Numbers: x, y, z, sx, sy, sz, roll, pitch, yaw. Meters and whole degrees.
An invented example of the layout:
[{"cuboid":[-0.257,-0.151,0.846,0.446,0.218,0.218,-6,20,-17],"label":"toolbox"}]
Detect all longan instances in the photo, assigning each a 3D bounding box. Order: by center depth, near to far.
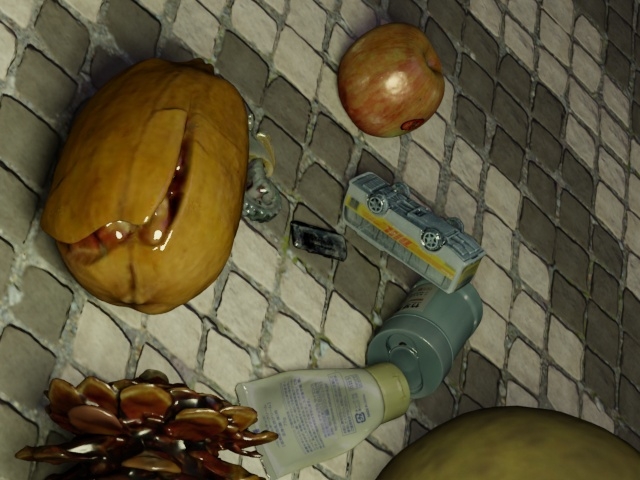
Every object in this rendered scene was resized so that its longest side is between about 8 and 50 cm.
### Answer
[{"cuboid":[0.222,0.350,1.948,0.404,0.404,0.336,9,72,-48],"label":"longan"}]

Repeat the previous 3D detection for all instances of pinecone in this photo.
[{"cuboid":[-0.160,0.247,1.652,0.264,0.264,0.264,29,48,-38],"label":"pinecone"}]

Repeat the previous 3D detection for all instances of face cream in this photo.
[{"cuboid":[0.001,0.196,2.045,0.224,0.070,0.114,-14,79,-41],"label":"face cream"}]

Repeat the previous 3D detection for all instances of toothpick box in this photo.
[{"cuboid":[0.131,0.116,2.208,0.101,0.101,0.153,56,35,-10],"label":"toothpick box"}]

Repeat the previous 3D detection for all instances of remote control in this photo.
[{"cuboid":[0.000,0.000,2.191,0.096,0.014,0.039,16,57,-45],"label":"remote control"}]

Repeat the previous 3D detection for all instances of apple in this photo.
[{"cuboid":[0.096,-0.213,2.344,0.146,0.131,0.146,37,38,-36],"label":"apple"}]

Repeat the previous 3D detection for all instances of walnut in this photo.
[{"cuboid":[-0.170,-0.074,1.858,0.209,0.209,0.336,42,44,-26],"label":"walnut"}]

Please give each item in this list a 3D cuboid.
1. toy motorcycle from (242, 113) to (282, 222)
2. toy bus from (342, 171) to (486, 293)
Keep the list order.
[{"cuboid":[-0.136,-0.112,2.037,0.229,0.094,0.130,36,38,-14],"label":"toy motorcycle"},{"cuboid":[0.114,-0.011,2.224,0.190,0.075,0.064,33,34,23],"label":"toy bus"}]
